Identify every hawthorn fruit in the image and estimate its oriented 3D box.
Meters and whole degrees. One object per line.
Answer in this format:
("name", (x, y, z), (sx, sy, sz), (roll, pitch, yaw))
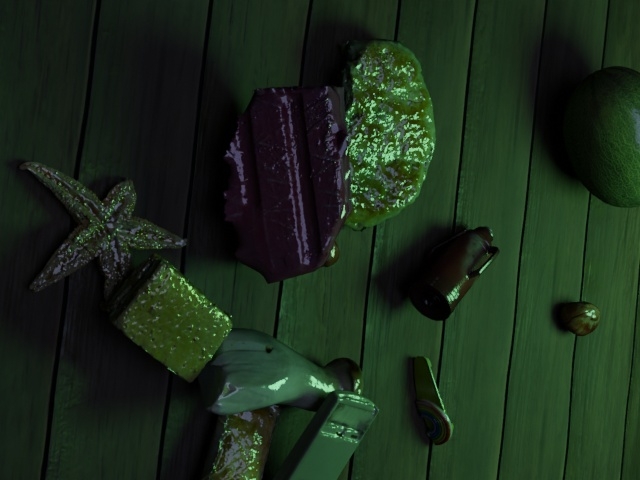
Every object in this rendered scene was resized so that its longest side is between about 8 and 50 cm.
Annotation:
("hawthorn fruit", (0.000, 0.000, 1.864), (0.066, 0.066, 0.103), (-19, 118, -33))

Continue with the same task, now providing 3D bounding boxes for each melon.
("melon", (0.637, -0.220, 2.211), (0.237, 0.237, 0.302), (-33, 107, -30))

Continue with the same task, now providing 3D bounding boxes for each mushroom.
("mushroom", (-0.067, 0.242, 1.791), (0.328, 0.122, 0.159), (17, 62, -37))

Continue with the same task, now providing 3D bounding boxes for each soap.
("soap", (-0.050, -0.094, 1.742), (0.220, 0.127, 0.325), (-4, 92, 10))

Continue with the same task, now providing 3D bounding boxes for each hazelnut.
("hazelnut", (0.567, 0.167, 2.270), (0.086, 0.086, 0.086), (-1, 93, -35))

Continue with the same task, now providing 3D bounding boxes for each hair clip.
("hair clip", (0.218, 0.315, 2.044), (0.033, 0.060, 0.188), (-27, 103, -49))

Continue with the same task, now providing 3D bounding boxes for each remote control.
("remote control", (-0.009, 0.387, 1.825), (0.123, 0.038, 0.285), (21, 103, -43))

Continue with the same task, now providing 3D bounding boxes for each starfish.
("starfish", (-0.356, -0.005, 1.628), (0.295, 0.048, 0.231), (32, 73, -31))

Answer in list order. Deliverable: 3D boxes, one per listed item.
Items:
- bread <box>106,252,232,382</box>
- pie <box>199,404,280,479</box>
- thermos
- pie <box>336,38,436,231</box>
("bread", (-0.243, 0.118, 1.661), (0.138, 0.102, 0.196), (-55, 131, -12))
("pie", (-0.147, 0.393, 1.781), (0.128, 0.068, 0.283), (26, 73, -34))
("thermos", (0.274, 0.048, 2.036), (0.232, 0.124, 0.099), (-45, 119, -34))
("pie", (0.089, -0.189, 1.922), (0.296, 0.078, 0.371), (39, 71, -29))
